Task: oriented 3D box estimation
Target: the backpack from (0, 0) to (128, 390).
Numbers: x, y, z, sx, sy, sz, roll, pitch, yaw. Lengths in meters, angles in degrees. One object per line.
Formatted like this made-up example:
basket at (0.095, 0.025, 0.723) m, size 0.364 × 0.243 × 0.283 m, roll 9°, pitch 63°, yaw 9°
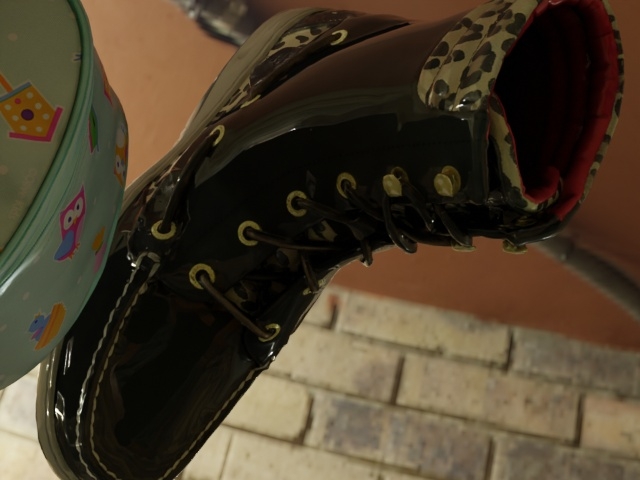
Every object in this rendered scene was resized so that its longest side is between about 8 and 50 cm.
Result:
backpack at (-0.161, -0.035, 0.481) m, size 0.188 × 0.166 × 0.144 m, roll 16°, pitch -26°, yaw 3°

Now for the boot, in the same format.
boot at (-0.001, -0.002, 0.557) m, size 0.085 × 0.236 × 0.178 m, roll 42°, pitch -24°, yaw -30°
